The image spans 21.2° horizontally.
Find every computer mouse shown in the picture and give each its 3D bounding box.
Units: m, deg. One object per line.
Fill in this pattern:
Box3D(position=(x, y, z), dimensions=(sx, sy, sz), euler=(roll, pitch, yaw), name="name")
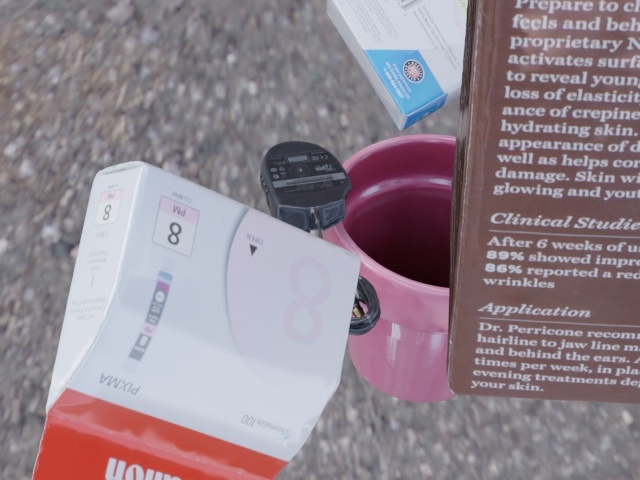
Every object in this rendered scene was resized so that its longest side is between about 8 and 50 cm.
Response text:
Box3D(position=(0.000, 0.000, 1.366), dimensions=(0.071, 0.242, 0.041), euler=(-6, 129, -10), name="computer mouse")

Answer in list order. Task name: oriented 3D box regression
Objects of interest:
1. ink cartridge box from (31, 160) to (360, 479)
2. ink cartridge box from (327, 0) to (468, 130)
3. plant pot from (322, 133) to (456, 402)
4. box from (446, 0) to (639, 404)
Box3D(position=(-0.074, 0.091, 1.052), dimensions=(0.189, 0.066, 0.232), euler=(24, 65, -40), name="ink cartridge box")
Box3D(position=(0.078, -0.134, 1.000), dimensions=(0.122, 0.052, 0.088), euler=(-30, 83, -3), name="ink cartridge box")
Box3D(position=(0.097, 0.037, 1.503), dimensions=(0.201, 0.201, 0.180), euler=(4, 134, -3), name="plant pot")
Box3D(position=(0.152, -0.084, 0.700), dimensions=(0.191, 0.143, 0.381), euler=(3, 145, 2), name="box")
